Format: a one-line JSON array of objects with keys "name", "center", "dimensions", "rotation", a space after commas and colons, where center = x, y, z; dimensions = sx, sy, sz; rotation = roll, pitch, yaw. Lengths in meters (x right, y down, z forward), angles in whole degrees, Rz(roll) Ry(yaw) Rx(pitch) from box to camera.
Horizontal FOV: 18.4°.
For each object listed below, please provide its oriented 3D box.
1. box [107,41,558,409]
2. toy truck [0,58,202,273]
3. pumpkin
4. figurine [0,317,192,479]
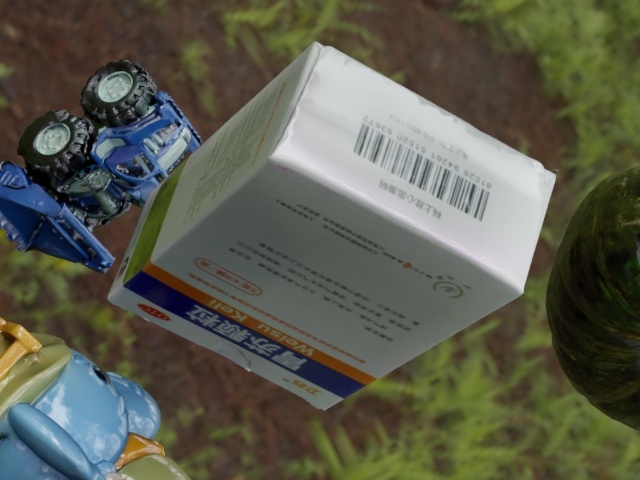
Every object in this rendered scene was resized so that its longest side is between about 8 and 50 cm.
[{"name": "box", "center": [0.000, 0.000, 1.414], "dimensions": [0.200, 0.299, 0.106], "rotation": [28, 58, -16]}, {"name": "toy truck", "center": [-0.213, -0.058, 1.867], "dimensions": [0.126, 0.208, 0.113], "rotation": [50, -2, 37]}, {"name": "pumpkin", "center": [0.310, 0.039, 1.576], "dimensions": [0.260, 0.260, 0.189], "rotation": [44, 45, -21]}, {"name": "figurine", "center": [-0.193, 0.160, 1.466], "dimensions": [0.262, 0.154, 0.180], "rotation": [51, 12, -41]}]
